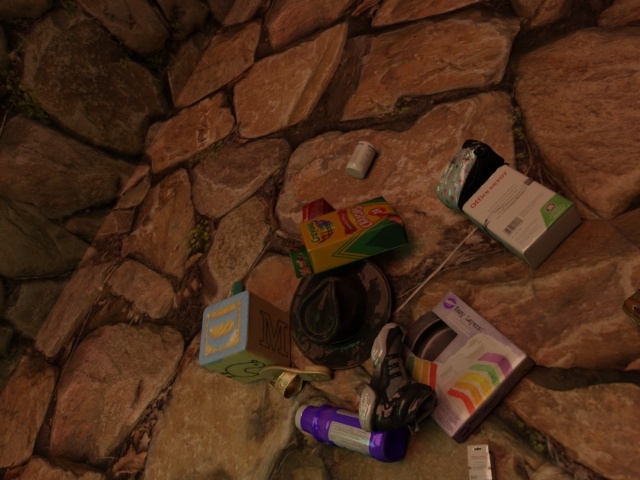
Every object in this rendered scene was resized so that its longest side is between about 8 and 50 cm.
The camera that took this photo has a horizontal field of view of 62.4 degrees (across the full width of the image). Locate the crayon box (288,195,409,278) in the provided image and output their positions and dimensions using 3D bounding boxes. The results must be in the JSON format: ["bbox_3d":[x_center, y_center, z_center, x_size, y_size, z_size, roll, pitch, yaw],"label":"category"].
[{"bbox_3d":[0.062,-0.012,1.485,0.319,0.081,0.202,-19,26,-3],"label":"crayon box"}]

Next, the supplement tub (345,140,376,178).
[{"bbox_3d":[0.134,-0.267,1.739,0.071,0.071,0.107,14,72,45],"label":"supplement tub"}]

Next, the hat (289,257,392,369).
[{"bbox_3d":[0.022,0.180,1.425,0.332,0.134,0.331,-8,73,28],"label":"hat"}]

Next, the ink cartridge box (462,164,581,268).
[{"bbox_3d":[0.482,-0.063,1.282,0.160,0.093,0.219,-46,42,5],"label":"ink cartridge box"}]

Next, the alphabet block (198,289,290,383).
[{"bbox_3d":[-0.221,0.291,1.574,0.192,0.197,0.193,-23,49,29],"label":"alphabet block"}]

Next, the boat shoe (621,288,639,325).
[{"bbox_3d":[0.668,0.204,0.941,0.104,0.111,0.307,-39,34,19],"label":"boat shoe"}]

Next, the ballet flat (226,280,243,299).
[{"bbox_3d":[-0.301,0.220,1.810,0.052,0.057,0.168,-39,31,56],"label":"ballet flat"}]

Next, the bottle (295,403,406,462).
[{"bbox_3d":[0.063,0.455,1.273,0.283,0.118,0.092,0,66,40],"label":"bottle"}]

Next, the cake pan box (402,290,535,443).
[{"bbox_3d":[0.309,0.279,1.220,0.246,0.070,0.267,-46,42,3],"label":"cake pan box"}]

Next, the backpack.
[{"bbox_3d":[0.395,-0.162,1.404,0.115,0.152,0.182,34,99,53],"label":"backpack"}]

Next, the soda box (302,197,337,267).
[{"bbox_3d":[0.000,0.000,1.657,0.084,0.092,0.263,-23,50,27],"label":"soda box"}]

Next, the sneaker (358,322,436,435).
[{"bbox_3d":[0.188,0.311,1.190,0.153,0.101,0.268,3,49,23],"label":"sneaker"}]

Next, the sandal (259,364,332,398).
[{"bbox_3d":[-0.082,0.397,1.462,0.240,0.088,0.079,-12,49,29],"label":"sandal"}]

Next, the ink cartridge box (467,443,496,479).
[{"bbox_3d":[0.334,0.470,1.095,0.048,0.028,0.083,-18,52,31],"label":"ink cartridge box"}]
